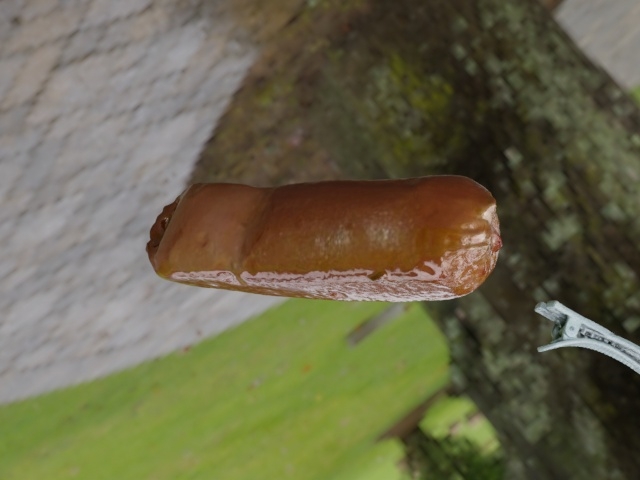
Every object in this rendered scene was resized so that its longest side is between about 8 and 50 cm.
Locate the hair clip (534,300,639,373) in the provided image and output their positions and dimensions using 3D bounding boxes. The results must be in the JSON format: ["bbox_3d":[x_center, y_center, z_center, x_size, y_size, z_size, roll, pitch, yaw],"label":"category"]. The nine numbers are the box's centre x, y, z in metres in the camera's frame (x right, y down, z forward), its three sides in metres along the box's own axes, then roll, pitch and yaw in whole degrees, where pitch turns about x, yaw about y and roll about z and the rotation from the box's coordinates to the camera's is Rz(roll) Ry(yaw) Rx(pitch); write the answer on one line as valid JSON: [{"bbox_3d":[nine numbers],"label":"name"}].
[{"bbox_3d":[0.213,0.085,1.236,0.030,0.115,0.039,-14,-126,69],"label":"hair clip"}]

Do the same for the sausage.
[{"bbox_3d":[0.000,0.001,1.345,0.094,0.348,0.097,43,57,-44],"label":"sausage"}]
